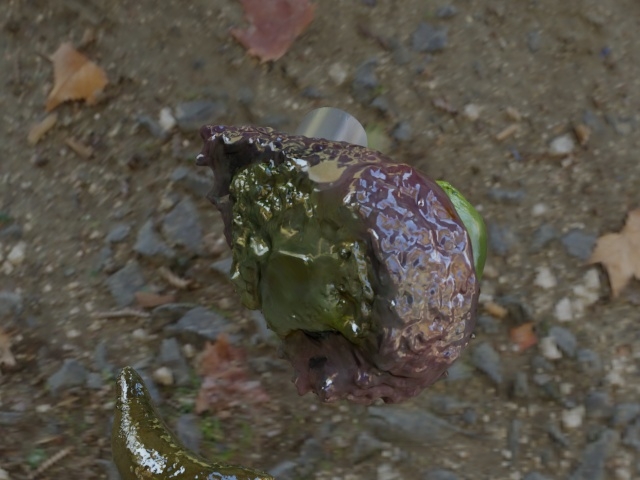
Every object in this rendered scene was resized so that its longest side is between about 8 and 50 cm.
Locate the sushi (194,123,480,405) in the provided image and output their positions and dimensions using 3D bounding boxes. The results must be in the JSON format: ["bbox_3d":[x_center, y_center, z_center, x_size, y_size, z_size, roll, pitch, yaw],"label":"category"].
[{"bbox_3d":[0.011,-0.007,0.884,0.107,0.161,0.241,-6,66,-40],"label":"sushi"}]

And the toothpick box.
[{"bbox_3d":[-0.008,-0.096,1.843,0.111,0.111,0.181,39,40,-12],"label":"toothpick box"}]

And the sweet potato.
[{"bbox_3d":[-0.156,0.273,1.536,0.310,0.098,0.124,33,39,20],"label":"sweet potato"}]

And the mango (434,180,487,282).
[{"bbox_3d":[0.100,0.024,1.311,0.119,0.100,0.178,37,61,-19],"label":"mango"}]
